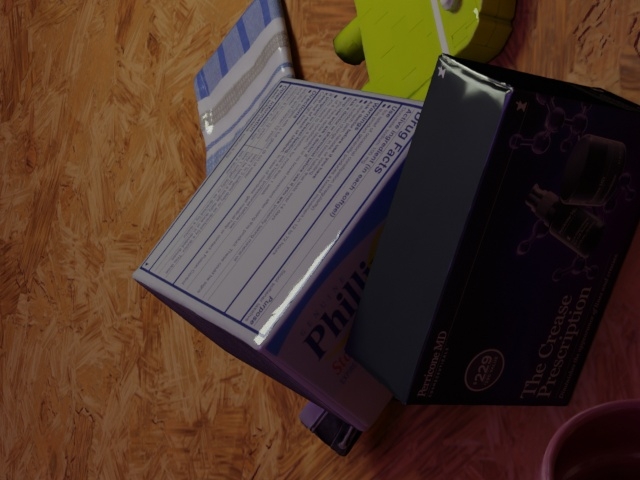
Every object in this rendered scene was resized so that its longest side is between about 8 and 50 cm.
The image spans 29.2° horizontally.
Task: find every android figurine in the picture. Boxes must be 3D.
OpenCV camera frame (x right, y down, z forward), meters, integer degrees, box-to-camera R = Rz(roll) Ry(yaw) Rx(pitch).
[{"bbox_3d":[0.104,-0.228,1.237,0.273,0.056,0.248,-37,54,51],"label":"android figurine"}]

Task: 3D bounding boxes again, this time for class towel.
[{"bbox_3d":[-0.093,-0.154,1.533,0.209,0.034,0.285,-43,46,44],"label":"towel"}]

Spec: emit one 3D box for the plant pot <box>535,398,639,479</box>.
[{"bbox_3d":[0.232,0.239,0.842,0.201,0.201,0.180,-126,35,-47],"label":"plant pot"}]

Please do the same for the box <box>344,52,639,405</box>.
[{"bbox_3d":[0.151,-0.001,0.999,0.103,0.184,0.261,40,118,53],"label":"box"}]

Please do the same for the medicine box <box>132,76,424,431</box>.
[{"bbox_3d":[0.000,0.000,1.170,0.263,0.149,0.289,-54,32,-10],"label":"medicine box"}]

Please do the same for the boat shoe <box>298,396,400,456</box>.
[{"bbox_3d":[0.066,0.125,1.224,0.070,0.078,0.219,43,117,14],"label":"boat shoe"}]
